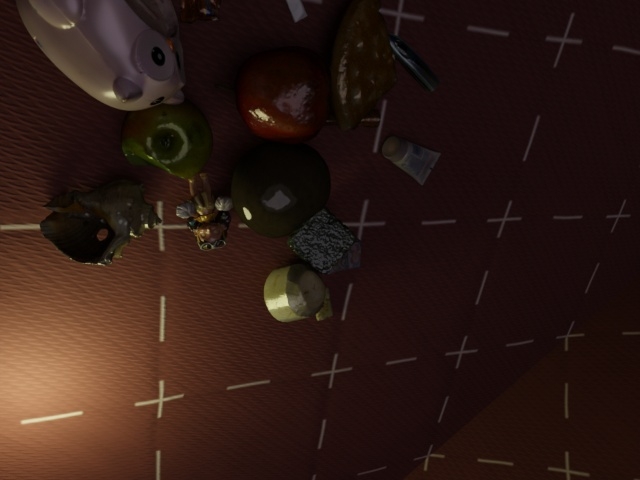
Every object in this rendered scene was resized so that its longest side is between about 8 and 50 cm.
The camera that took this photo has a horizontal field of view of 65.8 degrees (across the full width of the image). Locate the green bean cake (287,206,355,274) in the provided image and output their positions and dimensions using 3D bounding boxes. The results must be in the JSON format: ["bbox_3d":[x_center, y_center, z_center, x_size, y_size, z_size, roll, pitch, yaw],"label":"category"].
[{"bbox_3d":[0.000,0.000,1.703,0.183,0.094,0.185,42,77,-13],"label":"green bean cake"}]

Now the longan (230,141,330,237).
[{"bbox_3d":[-0.117,-0.159,1.502,0.350,0.288,0.289,-27,130,-45],"label":"longan"}]

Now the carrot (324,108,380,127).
[{"bbox_3d":[0.088,-0.393,1.603,0.209,0.061,0.061,-6,118,-18],"label":"carrot"}]

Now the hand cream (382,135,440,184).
[{"bbox_3d":[0.328,-0.294,1.758,0.247,0.083,0.133,20,108,-42],"label":"hand cream"}]

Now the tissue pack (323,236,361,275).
[{"bbox_3d":[0.070,0.054,1.826,0.155,0.065,0.116,-12,121,-20],"label":"tissue pack"}]

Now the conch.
[{"bbox_3d":[-0.608,-0.041,1.389,0.323,0.263,0.186,-2,149,16],"label":"conch"}]

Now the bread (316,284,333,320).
[{"bbox_3d":[0.007,0.244,1.922,0.068,0.028,0.154,-19,124,-16],"label":"bread"}]

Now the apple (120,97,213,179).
[{"bbox_3d":[-0.415,-0.271,1.340,0.246,0.226,0.246,-9,118,-18],"label":"apple"}]

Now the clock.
[{"bbox_3d":[-0.479,-0.473,1.117,0.250,0.368,0.377,-25,98,17],"label":"clock"}]

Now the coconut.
[{"bbox_3d":[-0.100,0.184,1.740,0.202,0.222,0.202,16,67,-41],"label":"coconut"}]

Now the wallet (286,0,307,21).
[{"bbox_3d":[-0.071,-0.670,1.409,0.044,0.011,0.083,-31,125,-6],"label":"wallet"}]

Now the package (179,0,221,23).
[{"bbox_3d":[-0.320,-0.616,1.313,0.110,0.033,0.077,-1,126,-19],"label":"package"}]

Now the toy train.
[{"bbox_3d":[0.295,-0.580,1.599,0.251,0.048,0.055,33,98,-33],"label":"toy train"}]

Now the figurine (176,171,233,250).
[{"bbox_3d":[-0.354,-0.087,1.531,0.174,0.116,0.240,-14,114,-15],"label":"figurine"}]

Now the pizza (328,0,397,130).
[{"bbox_3d":[0.123,-0.530,1.475,0.277,0.114,0.409,-7,109,-50],"label":"pizza"}]

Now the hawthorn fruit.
[{"bbox_3d":[-0.131,-0.409,1.379,0.330,0.287,0.287,6,116,-3],"label":"hawthorn fruit"}]
